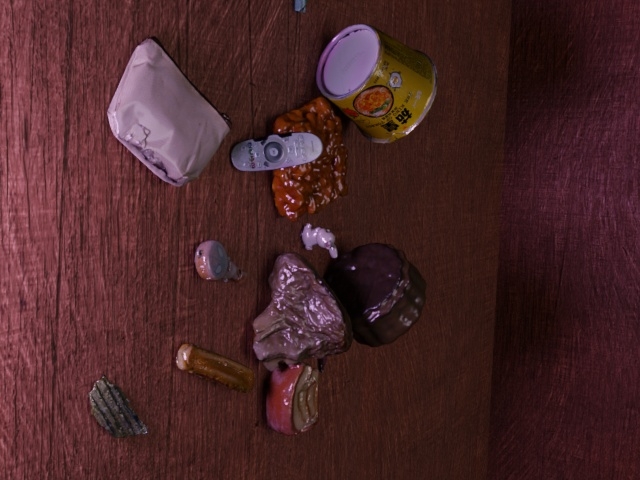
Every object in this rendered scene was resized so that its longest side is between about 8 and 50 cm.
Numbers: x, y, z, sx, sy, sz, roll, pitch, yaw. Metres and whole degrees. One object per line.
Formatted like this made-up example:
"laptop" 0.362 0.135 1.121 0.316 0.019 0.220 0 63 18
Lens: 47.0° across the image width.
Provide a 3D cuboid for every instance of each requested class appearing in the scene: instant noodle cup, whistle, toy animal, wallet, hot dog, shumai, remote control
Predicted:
"instant noodle cup" 0.160 -0.494 2.257 0.254 0.325 0.325 24 75 -45
"whistle" -0.264 0.066 1.929 0.220 0.057 0.107 35 52 -57
"toy animal" 0.002 -0.006 2.244 0.071 0.124 0.085 49 57 -53
"wallet" -0.354 -0.289 1.738 0.335 0.068 0.275 48 52 -40
"hot dog" -0.276 0.342 1.944 0.289 0.068 0.083 36 42 -47
"shumai" -0.078 0.230 2.151 0.283 0.217 0.346 -38 102 0
"whistle" -0.056 -0.755 2.120 0.039 0.039 0.186 -11 105 -55
"remote control" -0.118 -0.242 1.997 0.256 0.045 0.097 -8 95 -17

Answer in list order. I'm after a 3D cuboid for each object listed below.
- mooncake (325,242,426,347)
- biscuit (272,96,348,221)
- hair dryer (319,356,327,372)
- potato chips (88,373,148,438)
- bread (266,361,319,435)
"mooncake" 0.166 0.163 2.345 0.187 0.324 0.324 47 57 -41
"biscuit" -0.032 -0.243 2.171 0.312 0.110 0.318 -36 124 -46
"hair dryer" 0.015 0.356 2.398 0.106 0.054 0.154 3 102 -60
"potato chips" -0.473 0.403 1.698 0.092 0.028 0.207 -51 132 -37
"bread" -0.081 0.463 2.197 0.190 0.123 0.244 -17 108 -52
